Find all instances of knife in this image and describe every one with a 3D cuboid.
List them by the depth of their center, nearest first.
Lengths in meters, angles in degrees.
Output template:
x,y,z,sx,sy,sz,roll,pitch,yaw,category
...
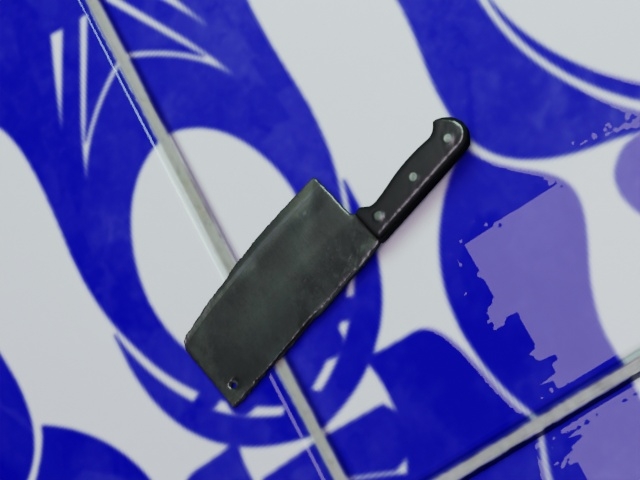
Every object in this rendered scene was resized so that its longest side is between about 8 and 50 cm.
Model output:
x,y,z,sx,sy,sz,roll,pitch,yaw,category
0.000,0.000,1.268,0.245,0.019,0.072,-47,68,15,knife
